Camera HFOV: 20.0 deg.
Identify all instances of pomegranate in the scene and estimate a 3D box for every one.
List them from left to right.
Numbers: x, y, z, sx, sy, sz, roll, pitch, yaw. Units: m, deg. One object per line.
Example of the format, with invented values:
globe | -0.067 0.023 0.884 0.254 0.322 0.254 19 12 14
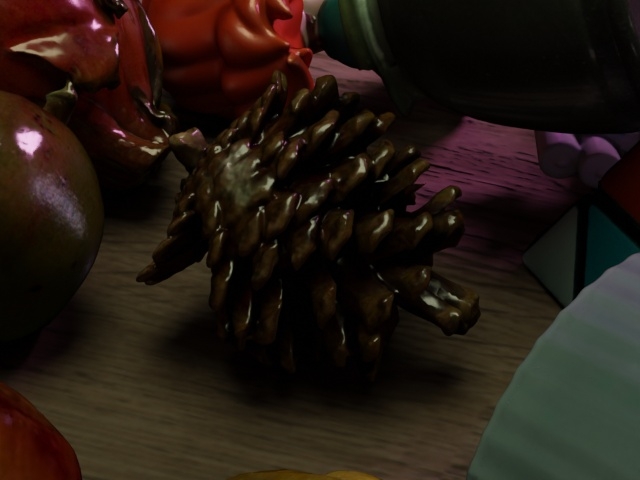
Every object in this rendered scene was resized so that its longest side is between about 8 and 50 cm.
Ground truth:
pomegranate | -0.234 0.010 1.165 0.181 0.181 0.224 0 49 3

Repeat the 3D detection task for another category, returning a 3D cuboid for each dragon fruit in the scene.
dragon fruit | -0.246 -0.154 1.348 0.315 0.250 0.250 37 28 -19

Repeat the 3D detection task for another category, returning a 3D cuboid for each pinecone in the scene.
pinecone | -0.001 0.001 1.154 0.212 0.186 0.168 40 24 22

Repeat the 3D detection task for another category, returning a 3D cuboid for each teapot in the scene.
teapot | 0.123 -0.223 1.223 0.239 0.322 0.239 -7 11 25

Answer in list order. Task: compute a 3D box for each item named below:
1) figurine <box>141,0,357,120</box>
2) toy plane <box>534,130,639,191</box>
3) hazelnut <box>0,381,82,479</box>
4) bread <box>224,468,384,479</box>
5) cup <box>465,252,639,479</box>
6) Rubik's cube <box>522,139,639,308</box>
figurine | -0.011 -0.165 1.417 0.257 0.181 0.208 -10 62 -1
toy plane | 0.277 -0.105 1.346 0.266 0.123 0.267 -2 44 1
hazelnut | -0.228 0.139 0.954 0.204 0.178 0.178 16 33 -6
bread | -0.035 0.189 0.947 0.233 0.088 0.161 -23 41 -27
cup | 0.270 0.148 0.841 0.331 0.257 0.311 -30 41 -34
Rubik's cube | 0.322 -0.011 1.179 0.234 0.250 0.284 5 23 -27
